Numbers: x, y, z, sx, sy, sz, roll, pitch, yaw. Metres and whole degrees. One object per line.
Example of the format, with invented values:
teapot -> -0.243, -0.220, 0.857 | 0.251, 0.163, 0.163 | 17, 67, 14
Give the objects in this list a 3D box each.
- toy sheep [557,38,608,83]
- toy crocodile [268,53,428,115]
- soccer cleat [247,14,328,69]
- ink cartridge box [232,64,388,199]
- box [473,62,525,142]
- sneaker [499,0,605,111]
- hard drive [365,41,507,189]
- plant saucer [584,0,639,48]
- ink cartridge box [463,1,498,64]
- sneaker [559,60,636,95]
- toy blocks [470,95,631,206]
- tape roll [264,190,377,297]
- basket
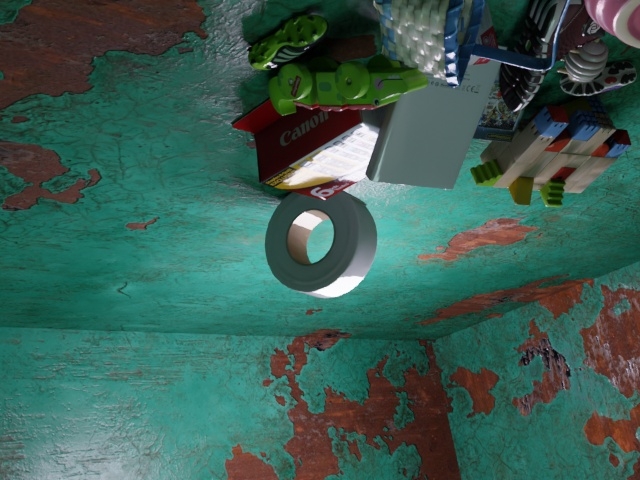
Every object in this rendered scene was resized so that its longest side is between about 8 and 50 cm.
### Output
toy sheep -> 0.530, -0.367, 1.651 | 0.091, 0.091, 0.132 | -7, 155, -9
toy crocodile -> 0.037, -0.277, 1.491 | 0.340, 0.105, 0.115 | 7, -157, 37
soccer cleat -> -0.050, -0.350, 1.462 | 0.179, 0.060, 0.072 | -17, 170, 36
ink cartridge box -> 0.012, -0.220, 1.731 | 0.272, 0.130, 0.309 | 11, 151, -43
box -> 0.321, -0.290, 1.694 | 0.233, 0.044, 0.159 | 2, 122, -29
sneaker -> 0.454, -0.358, 1.568 | 0.162, 0.106, 0.281 | -11, 150, -15
hard drive -> 0.224, -0.251, 1.610 | 0.203, 0.040, 0.307 | 4, 119, -28
plant saucer -> 0.608, -0.409, 1.355 | 0.332, 0.084, 0.332 | -1, 163, 0
ink cartridge box -> 0.237, -0.364, 1.466 | 0.135, 0.099, 0.056 | -9, 171, -16
sneaker -> 0.598, -0.339, 1.788 | 0.170, 0.068, 0.071 | -8, 166, -8
toy blocks -> 0.574, -0.232, 1.948 | 0.381, 0.190, 0.261 | 2, 146, -28
tape roll -> 0.000, 0.000, 2.102 | 0.286, 0.286, 0.100 | -21, 157, 27
basket -> 0.239, -0.363, 1.297 | 0.289, 0.201, 0.255 | 19, 165, 12
